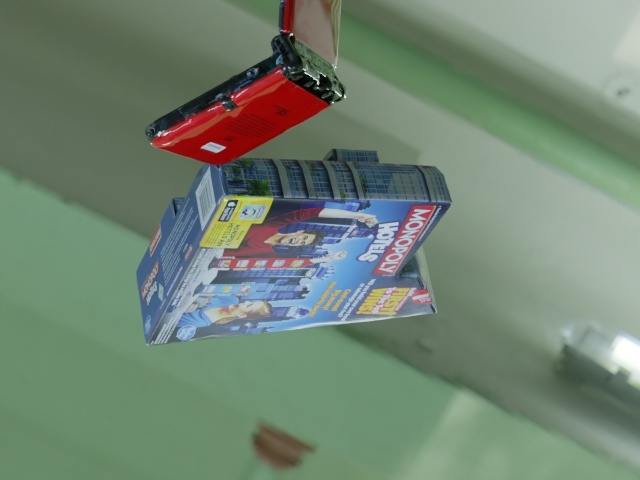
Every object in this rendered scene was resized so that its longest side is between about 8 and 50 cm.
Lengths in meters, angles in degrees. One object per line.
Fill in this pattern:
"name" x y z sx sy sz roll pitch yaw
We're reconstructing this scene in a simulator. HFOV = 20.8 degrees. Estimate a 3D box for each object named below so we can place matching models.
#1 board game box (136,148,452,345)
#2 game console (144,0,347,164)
"board game box" 0.000 0.000 1.115 0.194 0.194 0.060 0 -119 -22
"game console" -0.035 -0.105 0.891 0.085 0.124 0.144 63 -172 6
